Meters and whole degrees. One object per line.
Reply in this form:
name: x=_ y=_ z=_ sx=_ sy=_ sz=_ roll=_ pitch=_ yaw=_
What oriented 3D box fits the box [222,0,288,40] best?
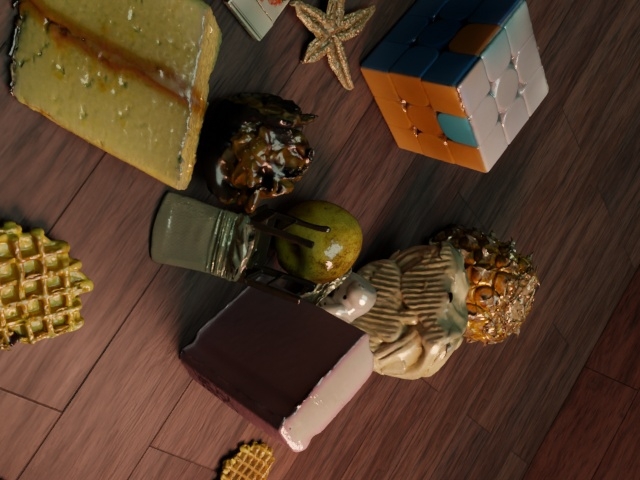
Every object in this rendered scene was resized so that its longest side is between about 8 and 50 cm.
box: x=-0.101 y=-0.507 z=1.426 sx=0.198 sy=0.029 sz=0.109 roll=-57 pitch=137 yaw=-11

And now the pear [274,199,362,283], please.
pear: x=0.000 y=0.000 z=1.638 sx=0.197 sy=0.197 sz=0.197 roll=-20 pitch=121 yaw=-38

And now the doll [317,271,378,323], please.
doll: x=0.055 y=0.163 z=1.785 sx=0.181 sy=0.110 sz=0.107 roll=-41 pitch=131 yaw=8

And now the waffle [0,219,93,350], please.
waffle: x=-0.545 y=0.100 z=1.226 sx=0.309 sy=0.065 sz=0.283 roll=44 pitch=73 yaw=-43

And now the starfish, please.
starfish: x=0.042 y=-0.462 z=1.576 sx=0.231 sy=0.048 sz=0.295 roll=-55 pitch=138 yaw=-12

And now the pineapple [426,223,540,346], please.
pineapple: x=0.457 y=0.130 z=2.084 sx=0.352 sy=0.300 sz=0.352 roll=-28 pitch=132 yaw=-37

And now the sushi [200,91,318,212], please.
sushi: x=-0.120 y=-0.178 z=1.430 sx=0.213 sy=0.200 sz=0.204 roll=-14 pitch=120 yaw=-42

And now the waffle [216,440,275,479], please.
waffle: x=-0.193 y=0.593 z=1.816 sx=0.191 sy=0.038 sz=0.191 roll=-20 pitch=121 yaw=-37

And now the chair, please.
chair: x=-0.161 y=0.007 z=1.479 sx=0.186 sy=0.319 sz=0.160 roll=-38 pitch=143 yaw=-73

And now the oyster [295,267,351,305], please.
oyster: x=-0.002 y=0.115 z=1.734 sx=0.252 sy=0.087 sz=0.199 roll=-57 pitch=-177 yaw=14

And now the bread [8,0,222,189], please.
bread: x=-0.356 y=-0.314 z=1.260 sx=0.405 sy=0.242 sz=0.345 roll=22 pitch=96 yaw=-15

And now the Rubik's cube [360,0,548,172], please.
Rubik's cube: x=0.324 y=-0.383 z=1.714 sx=0.290 sy=0.292 sz=0.291 roll=-51 pitch=136 yaw=-17

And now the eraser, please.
eraser: x=-0.092 y=0.250 z=1.528 sx=0.272 sy=0.359 sz=0.122 roll=-44 pitch=132 yaw=-24

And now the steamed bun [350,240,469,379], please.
steamed bun: x=0.251 y=0.195 z=1.868 sx=0.394 sy=0.346 sz=0.237 roll=-44 pitch=142 yaw=3
